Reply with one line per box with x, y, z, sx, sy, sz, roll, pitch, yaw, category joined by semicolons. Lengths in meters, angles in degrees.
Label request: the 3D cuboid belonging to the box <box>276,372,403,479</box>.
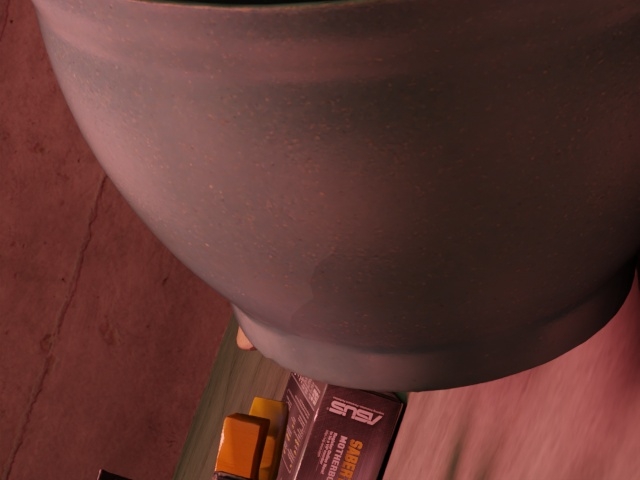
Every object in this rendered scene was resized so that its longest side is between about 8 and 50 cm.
-0.008;0.176;1.357;0.231;0.056;0.183;-154;81;-85;box

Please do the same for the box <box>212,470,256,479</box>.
-0.052;0.318;0.853;0.318;0.097;0.395;69;-143;-75;box

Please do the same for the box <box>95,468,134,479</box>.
-0.066;0.224;1.120;0.147;0.180;0.078;-88;17;-70;box

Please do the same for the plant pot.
0.036;-0.064;0.777;0.293;0.293;0.196;-81;-16;-60;plant pot

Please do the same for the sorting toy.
0.000;0.000;1.006;0.229;0.041;0.307;10;-89;-83;sorting toy
